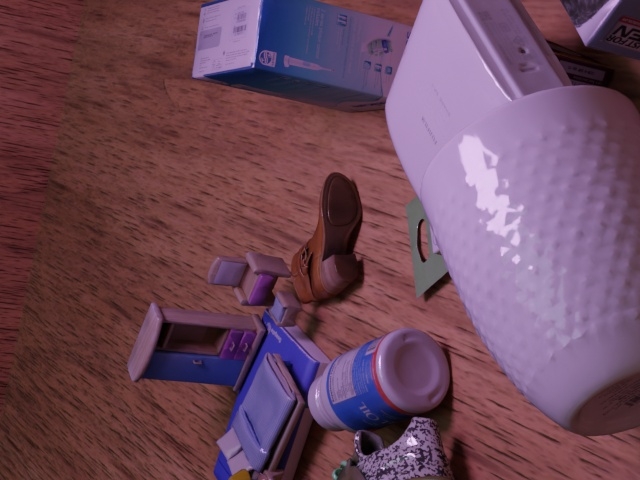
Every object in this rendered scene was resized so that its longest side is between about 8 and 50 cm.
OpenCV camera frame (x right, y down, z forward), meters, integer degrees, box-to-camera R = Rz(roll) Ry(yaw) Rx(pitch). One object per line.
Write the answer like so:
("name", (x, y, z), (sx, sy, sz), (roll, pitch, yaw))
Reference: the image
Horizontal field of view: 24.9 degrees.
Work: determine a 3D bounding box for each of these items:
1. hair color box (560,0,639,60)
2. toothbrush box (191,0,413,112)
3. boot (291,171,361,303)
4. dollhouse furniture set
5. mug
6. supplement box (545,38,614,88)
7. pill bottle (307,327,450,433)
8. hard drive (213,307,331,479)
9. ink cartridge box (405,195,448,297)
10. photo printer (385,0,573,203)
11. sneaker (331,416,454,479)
("hair color box", (0.421, -0.412, 1.695), (0.374, 0.114, 0.185), (-56, 38, 36))
("toothbrush box", (-0.017, -0.286, 2.226), (0.216, 0.296, 0.126), (2, 83, 61))
("boot", (0.000, 0.000, 2.344), (0.152, 0.073, 0.197), (-33, 51, 57))
("dollhouse furniture set", (-0.147, 0.216, 2.314), (0.286, 0.198, 0.303), (-66, 33, 28))
("mug", (0.333, 0.015, 1.612), (0.374, 0.276, 0.328), (-29, 59, 17))
("supplement box", (0.279, -0.221, 1.892), (0.188, 0.104, 0.080), (40, 116, 56))
("pill bottle", (0.077, 0.211, 2.097), (0.221, 0.124, 0.124), (-31, 56, 54))
("hard drive", (-0.086, 0.301, 2.431), (0.210, 0.040, 0.318), (42, 118, 56))
("ink cartridge box", (0.173, -0.046, 2.062), (0.235, 0.056, 0.171), (-43, 42, 45))
("photo printer", (0.187, -0.158, 1.837), (0.307, 0.107, 0.256), (110, 142, -50))
("sneaker", (0.066, 0.369, 2.069), (0.410, 0.158, 0.182), (-33, 48, 43))
